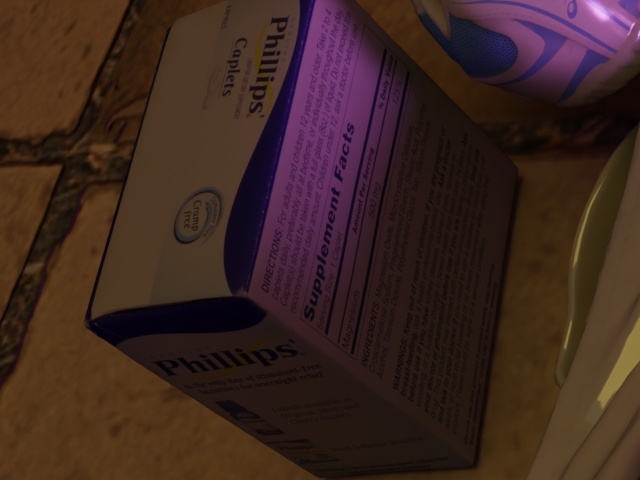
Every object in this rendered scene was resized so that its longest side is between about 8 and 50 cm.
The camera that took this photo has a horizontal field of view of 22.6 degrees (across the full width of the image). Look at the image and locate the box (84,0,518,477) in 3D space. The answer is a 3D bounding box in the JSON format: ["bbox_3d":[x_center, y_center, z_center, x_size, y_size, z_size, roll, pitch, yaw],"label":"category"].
[{"bbox_3d":[0.000,0.000,0.565,0.072,0.137,0.126,-10,55,36],"label":"box"}]

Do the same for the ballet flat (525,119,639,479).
[{"bbox_3d":[0.110,0.064,0.455,0.139,0.139,0.400,0,57,40],"label":"ballet flat"}]

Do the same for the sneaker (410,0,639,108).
[{"bbox_3d":[0.064,-0.112,0.587,0.085,0.086,0.237,-50,14,10],"label":"sneaker"}]
